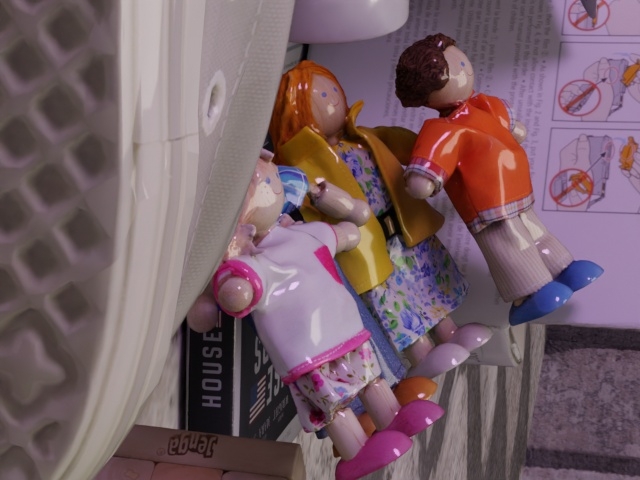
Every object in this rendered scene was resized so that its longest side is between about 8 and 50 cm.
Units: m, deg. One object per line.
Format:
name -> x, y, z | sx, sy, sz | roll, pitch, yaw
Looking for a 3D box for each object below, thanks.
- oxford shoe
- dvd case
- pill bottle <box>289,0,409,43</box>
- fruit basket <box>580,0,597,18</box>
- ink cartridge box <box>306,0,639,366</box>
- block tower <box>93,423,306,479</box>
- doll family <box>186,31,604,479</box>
oxford shoe -> -0.056, -0.150, 0.416 | 0.130, 0.169, 0.449 | -50, 153, -69
dvd case -> -0.034, 0.007, 0.969 | 0.179, 0.030, 0.238 | -44, 136, -74
pill bottle -> 0.001, -0.194, 0.859 | 0.108, 0.108, 0.193 | -64, 156, -61
fruit basket -> 0.099, -0.341, 0.907 | 0.327, 0.165, 0.353 | 86, -15, -53
ink cartridge box -> 0.110, -0.069, 0.971 | 0.060, 0.239, 0.275 | 69, 27, -62
block tower -> -0.074, 0.234, 0.693 | 0.091, 0.097, 0.335 | 79, 20, -51
doll family -> 0.000, 0.000, 0.815 | 0.163, 0.118, 0.263 | 60, 36, -3
